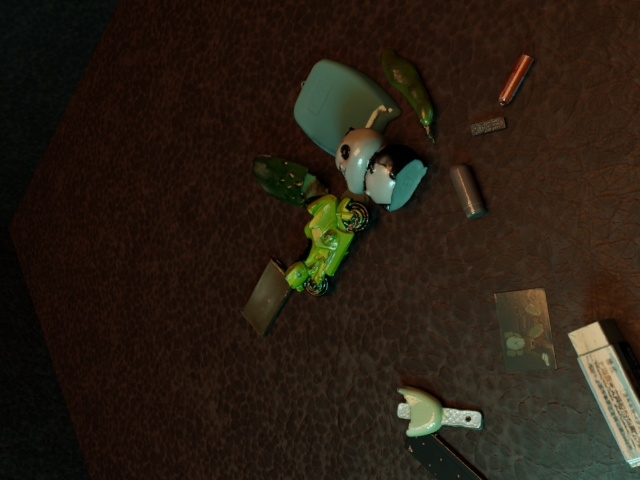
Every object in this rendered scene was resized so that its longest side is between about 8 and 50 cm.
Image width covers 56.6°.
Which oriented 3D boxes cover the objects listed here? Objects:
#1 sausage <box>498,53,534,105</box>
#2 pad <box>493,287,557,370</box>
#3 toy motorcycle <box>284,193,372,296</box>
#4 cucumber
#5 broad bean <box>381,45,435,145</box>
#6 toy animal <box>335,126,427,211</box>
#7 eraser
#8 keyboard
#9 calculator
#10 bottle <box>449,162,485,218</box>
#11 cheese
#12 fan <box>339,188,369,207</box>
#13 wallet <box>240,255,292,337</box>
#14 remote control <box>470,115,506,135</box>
[{"bbox_3d":[0.471,-0.386,1.443,0.034,0.034,0.130,40,113,35],"label":"sausage"},{"bbox_3d":[0.484,0.212,1.410,0.127,0.004,0.190,-13,78,40],"label":"pad"},{"bbox_3d":[-0.001,0.000,1.750,0.206,0.142,0.342,40,115,25],"label":"toy motorcycle"},{"bbox_3d":[-0.128,-0.190,1.886,0.325,0.145,0.105,26,77,43],"label":"cucumber"},{"bbox_3d":[0.245,-0.412,1.619,0.075,0.067,0.325,-44,58,40],"label":"broad bean"},{"bbox_3d":[0.147,-0.202,1.608,0.235,0.165,0.187,32,140,24],"label":"toy animal"},{"bbox_3d":[0.613,0.303,1.210,0.081,0.124,0.279,-34,66,34],"label":"eraser"},{"bbox_3d":[0.342,0.587,1.495,0.309,0.018,0.101,37,112,36],"label":"keyboard"},{"bbox_3d":[0.056,-0.394,1.794,0.386,0.054,0.256,44,115,35],"label":"calculator"},{"bbox_3d":[0.370,-0.125,1.499,0.053,0.053,0.140,-29,68,36],"label":"bottle"},{"bbox_3d":[0.299,0.444,1.520,0.235,0.049,0.127,-3,68,32],"label":"cheese"},{"bbox_3d":[0.098,-0.136,1.768,0.113,0.005,0.176,-5,83,41],"label":"fan"},{"bbox_3d":[-0.173,0.187,1.961,0.133,0.039,0.243,41,113,28],"label":"wallet"},{"bbox_3d":[0.421,-0.286,1.491,0.091,0.016,0.034,-9,97,41],"label":"remote control"}]
